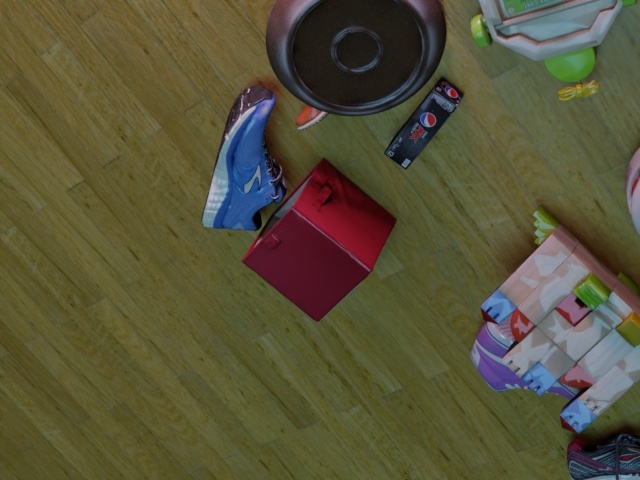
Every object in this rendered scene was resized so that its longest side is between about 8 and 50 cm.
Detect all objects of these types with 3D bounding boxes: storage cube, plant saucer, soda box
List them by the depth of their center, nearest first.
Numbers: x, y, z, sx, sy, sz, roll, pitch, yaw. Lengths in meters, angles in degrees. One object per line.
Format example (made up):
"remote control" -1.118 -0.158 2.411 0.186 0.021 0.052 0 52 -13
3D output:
"plant saucer" 0.062 -0.332 1.878 0.311 0.050 0.310 -1 128 -2
"soda box" 0.184 -0.208 1.972 0.053 0.060 0.169 37 129 -3
"storage cube" 0.000 0.000 2.107 0.193 0.183 0.215 40 127 -8

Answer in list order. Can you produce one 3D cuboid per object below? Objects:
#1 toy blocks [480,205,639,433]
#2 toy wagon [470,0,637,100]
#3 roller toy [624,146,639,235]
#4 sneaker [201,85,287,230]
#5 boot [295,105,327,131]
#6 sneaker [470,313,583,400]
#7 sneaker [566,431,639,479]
"toy blocks" 0.445 0.166 2.007 0.381 0.191 0.261 44 114 6
"toy wagon" 0.367 -0.389 1.773 0.267 0.068 0.344 -12 118 28
"roller toy" 0.605 -0.085 1.833 0.191 0.146 0.209 -33 111 24
"sneaker" -0.126 -0.150 2.113 0.147 0.130 0.330 14 131 -5
"boot" -0.004 -0.268 2.012 0.084 0.059 0.158 44 118 -7
"sneaker" 0.429 0.263 2.178 0.282 0.102 0.161 34 132 11
"sneaker" 0.635 0.429 2.196 0.299 0.121 0.112 -18 84 22
